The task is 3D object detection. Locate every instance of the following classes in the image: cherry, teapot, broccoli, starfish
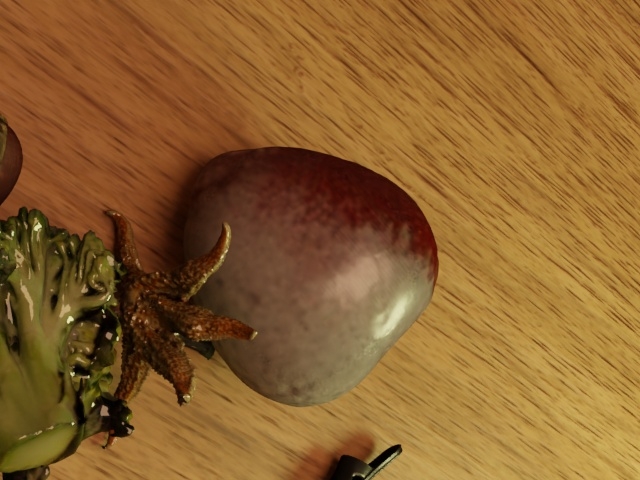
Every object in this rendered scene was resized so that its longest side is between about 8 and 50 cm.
[{"bbox_3d":[-0.025,0.048,1.582,0.335,0.291,0.326,18,96,-10],"label":"cherry"},{"bbox_3d":[-0.186,0.124,1.598,0.111,0.043,0.042,25,74,-37],"label":"teapot"},{"bbox_3d":[-0.362,0.133,1.335,0.334,0.324,0.272,0,64,-37],"label":"broccoli"},{"bbox_3d":[-0.187,0.109,1.437,0.084,0.294,0.301,12,82,-37],"label":"starfish"}]

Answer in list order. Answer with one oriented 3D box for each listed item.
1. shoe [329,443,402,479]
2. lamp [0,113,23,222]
[{"bbox_3d":[0.050,0.324,1.753,0.159,0.062,0.053,-31,93,-32],"label":"shoe"},{"bbox_3d":[-0.410,-0.071,1.387,0.215,0.151,0.223,14,118,-35],"label":"lamp"}]
